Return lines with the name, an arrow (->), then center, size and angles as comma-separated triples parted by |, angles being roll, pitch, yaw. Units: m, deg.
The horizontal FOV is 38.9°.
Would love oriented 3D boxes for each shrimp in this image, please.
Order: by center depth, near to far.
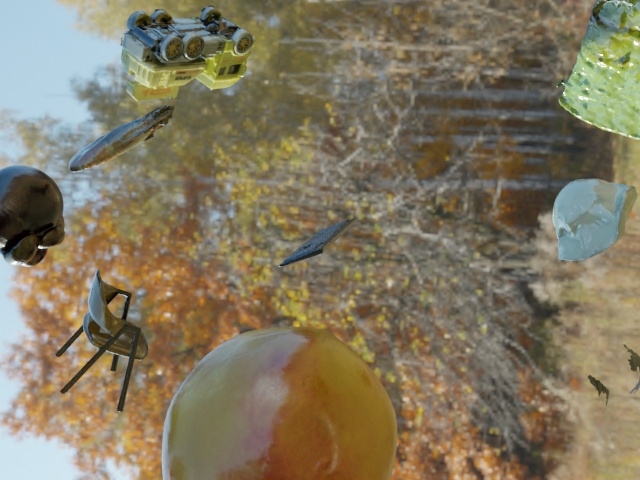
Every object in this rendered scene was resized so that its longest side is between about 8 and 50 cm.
shrimp -> -0.401, -0.212, 1.827 | 0.143, 0.251, 0.052 | -102, -13, -63

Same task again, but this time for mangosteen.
mangosteen -> -0.614, -0.053, 1.843 | 0.210, 0.210, 0.210 | 6, -90, -77

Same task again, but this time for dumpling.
dumpling -> 0.406, -0.025, 1.388 | 0.100, 0.169, 0.134 | 31, -101, -39

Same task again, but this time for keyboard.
keyboard -> 0.000, 0.000, 1.256 | 0.011, 0.067, 0.202 | 68, -162, -6

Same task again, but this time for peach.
peach -> -0.052, 0.272, 1.115 | 0.289, 0.289, 0.308 | 77, -150, -54

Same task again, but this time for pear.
pear -> 0.396, -0.220, 0.888 | 0.139, 0.239, 0.288 | -38, -29, -34

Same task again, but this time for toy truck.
toy truck -> -0.263, -0.353, 1.753 | 0.272, 0.124, 0.157 | -19, -40, -47

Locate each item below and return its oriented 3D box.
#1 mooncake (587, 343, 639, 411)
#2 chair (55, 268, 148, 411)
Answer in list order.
mooncake -> 0.257, 0.175, 0.777 | 0.347, 0.057, 0.150 | -58, -24, -56
chair -> -0.445, 0.199, 1.899 | 0.247, 0.172, 0.159 | -58, 29, 13
